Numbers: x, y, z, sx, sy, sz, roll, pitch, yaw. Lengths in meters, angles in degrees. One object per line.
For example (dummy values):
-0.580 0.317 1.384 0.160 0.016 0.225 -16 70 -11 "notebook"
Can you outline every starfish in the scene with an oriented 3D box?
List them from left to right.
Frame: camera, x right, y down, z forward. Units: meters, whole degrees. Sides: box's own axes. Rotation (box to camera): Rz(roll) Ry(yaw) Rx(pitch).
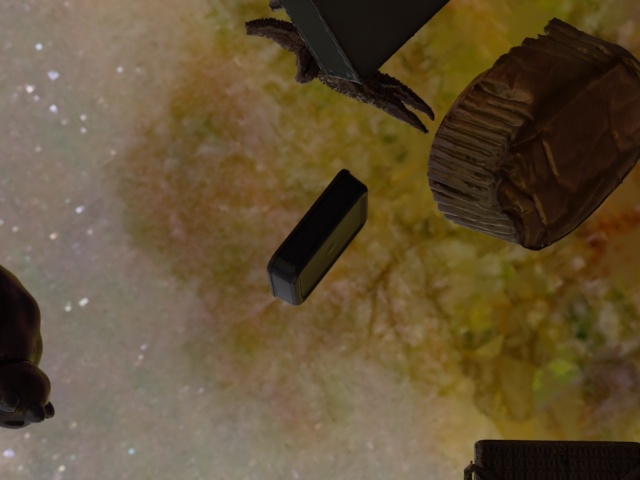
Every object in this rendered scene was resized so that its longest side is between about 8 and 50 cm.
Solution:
0.026 -0.187 1.251 0.227 0.043 0.240 35 -154 -2 "starfish"

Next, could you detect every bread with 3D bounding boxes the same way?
0.230 -0.110 1.221 0.133 0.250 0.179 26 156 49 "bread"

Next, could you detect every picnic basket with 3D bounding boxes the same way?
0.210 0.238 1.016 0.115 0.164 0.079 78 -166 -50 "picnic basket"

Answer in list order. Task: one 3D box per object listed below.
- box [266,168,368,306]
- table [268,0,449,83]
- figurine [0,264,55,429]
0.000 0.000 1.070 0.031 0.126 0.091 33 160 15 "box"
0.048 -0.226 0.715 0.111 0.240 0.121 25 154 52 "table"
-0.420 0.080 1.229 0.248 0.203 0.380 20 -169 -28 "figurine"
